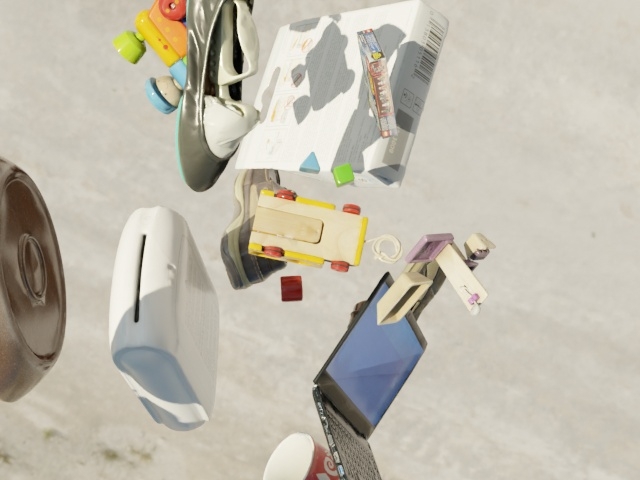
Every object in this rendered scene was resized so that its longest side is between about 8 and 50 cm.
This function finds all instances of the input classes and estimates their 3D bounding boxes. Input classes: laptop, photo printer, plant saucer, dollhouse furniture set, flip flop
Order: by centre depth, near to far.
[{"bbox_3d":[-0.199,0.020,0.575,0.029,0.168,0.168,-8,137,-1],"label":"plant saucer"},{"bbox_3d":[0.119,0.060,0.842,0.091,0.081,0.114,-3,140,-42],"label":"dollhouse furniture set"},{"bbox_3d":[0.091,0.218,1.048,0.136,0.264,0.234,-25,146,6],"label":"laptop"},{"bbox_3d":[-0.234,0.117,1.339,0.107,0.256,0.307,-4,147,5],"label":"photo printer"},{"bbox_3d":[0.096,0.113,1.382,0.080,0.112,0.277,46,116,31],"label":"flip flop"}]

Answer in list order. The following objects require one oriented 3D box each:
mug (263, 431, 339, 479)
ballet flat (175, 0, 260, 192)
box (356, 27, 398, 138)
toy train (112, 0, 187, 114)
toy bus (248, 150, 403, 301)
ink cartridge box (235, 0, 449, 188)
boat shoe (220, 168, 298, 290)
[{"bbox_3d":[0.005,0.395,1.339,0.169,0.150,0.113,36,149,-27],"label":"mug"},{"bbox_3d":[-0.126,-0.192,1.100,0.096,0.095,0.281,13,108,33],"label":"ballet flat"},{"bbox_3d":[0.085,-0.234,1.316,0.027,0.094,0.137,-14,132,0],"label":"box"},{"bbox_3d":[-0.233,-0.306,1.225,0.143,0.105,0.248,-34,106,17],"label":"toy train"},{"bbox_3d":[-0.011,-0.008,1.313,0.202,0.191,0.104,57,171,5],"label":"toy bus"},{"bbox_3d":[0.027,-0.253,1.580,0.091,0.308,0.385,24,168,-38],"label":"ink cartridge box"},{"bbox_3d":[-0.095,-0.036,1.676,0.130,0.355,0.132,-9,127,11],"label":"boat shoe"}]
